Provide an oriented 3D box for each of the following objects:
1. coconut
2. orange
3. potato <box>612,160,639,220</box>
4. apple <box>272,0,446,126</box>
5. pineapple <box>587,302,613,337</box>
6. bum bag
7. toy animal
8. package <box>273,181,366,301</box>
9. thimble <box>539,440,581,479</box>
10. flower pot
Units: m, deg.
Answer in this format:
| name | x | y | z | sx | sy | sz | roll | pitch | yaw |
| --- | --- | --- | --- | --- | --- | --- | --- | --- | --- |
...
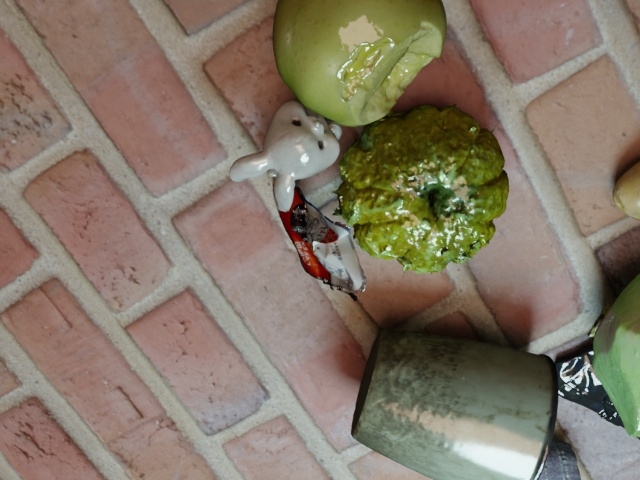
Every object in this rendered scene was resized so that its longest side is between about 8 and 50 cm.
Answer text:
| name | x | y | z | sx | sy | sz | roll | pitch | yaw |
| --- | --- | --- | --- | --- | --- | --- | --- | --- | --- |
| coconut | 0.634 | 0.218 | 1.334 | 0.328 | 0.281 | 0.329 | -13 | 110 | -40 |
| orange | 0.174 | -0.091 | 1.271 | 0.301 | 0.223 | 0.300 | 19 | 106 | -6 |
| potato | 0.607 | -0.099 | 1.315 | 0.178 | 0.118 | 0.109 | -29 | 74 | 26 |
| apple | 0.052 | -0.323 | 1.162 | 0.279 | 0.279 | 0.279 | 1 | 112 | 1 |
| pineapple | 0.568 | 0.164 | 1.471 | 0.045 | 0.019 | 0.083 | 21 | 112 | -1 |
| bum bag | 0.612 | 0.316 | 1.503 | 0.310 | 0.074 | 0.137 | 30 | 112 | -8 |
| toy animal | -0.049 | -0.157 | 1.270 | 0.127 | 0.193 | 0.178 | 40 | 117 | -12 |
| package | 0.000 | 0.000 | 1.304 | 0.071 | 0.269 | 0.194 | -15 | 107 | -17 |
| thimble | 0.480 | 0.494 | 1.541 | 0.097 | 0.150 | 0.150 | -5 | 112 | 5 |
| flower pot | 0.240 | 0.316 | 1.401 | 0.330 | 0.293 | 0.294 | 15 | 112 | 0 |
